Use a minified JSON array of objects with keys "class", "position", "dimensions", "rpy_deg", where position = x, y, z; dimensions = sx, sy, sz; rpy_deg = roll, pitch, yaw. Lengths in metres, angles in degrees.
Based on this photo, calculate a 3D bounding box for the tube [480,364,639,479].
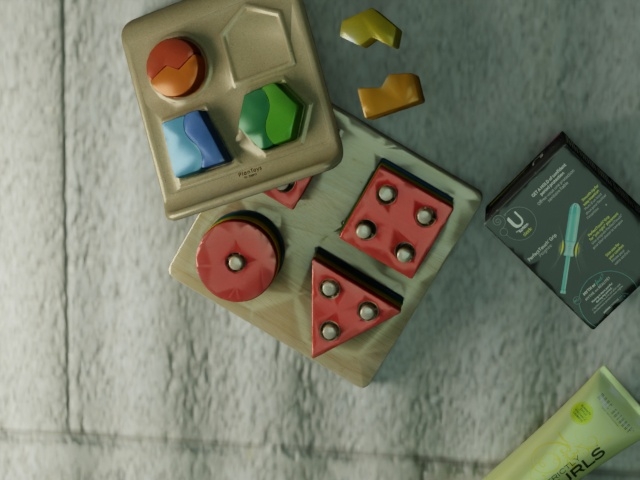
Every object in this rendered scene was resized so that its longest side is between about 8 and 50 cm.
[{"class":"tube","position":[0.249,0.244,1.773],"dimensions":[0.240,0.062,0.070],"rpy_deg":[-40,133,9]}]

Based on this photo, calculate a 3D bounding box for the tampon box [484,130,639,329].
[{"class":"tampon box","position":[0.269,-0.013,1.689],"dimensions":[0.161,0.101,0.120],"rpy_deg":[44,103,-4]}]

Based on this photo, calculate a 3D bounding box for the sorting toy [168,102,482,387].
[{"class":"sorting toy","position":[0.000,0.000,1.728],"dimensions":[0.257,0.089,0.255],"rpy_deg":[30,104,-1]}]

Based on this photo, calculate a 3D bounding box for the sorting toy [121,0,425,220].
[{"class":"sorting toy","position":[-0.056,-0.168,1.655],"dimensions":[0.307,0.041,0.229],"rpy_deg":[-17,80,22]}]
